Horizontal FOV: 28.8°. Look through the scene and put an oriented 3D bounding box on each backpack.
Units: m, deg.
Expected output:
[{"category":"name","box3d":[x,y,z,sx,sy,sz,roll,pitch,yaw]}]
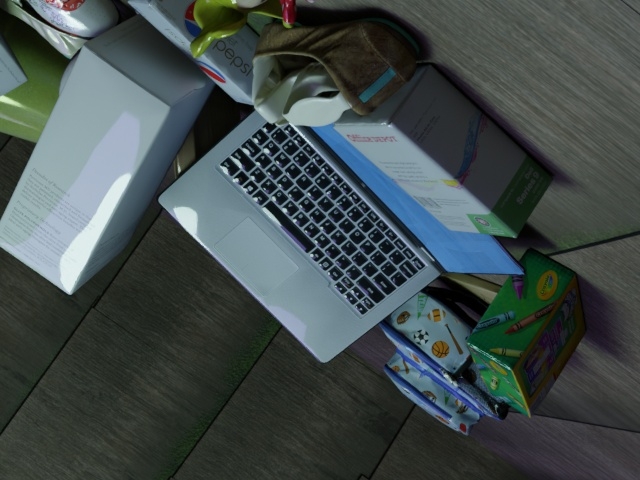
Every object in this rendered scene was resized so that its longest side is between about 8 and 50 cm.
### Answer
[{"category":"backpack","box3d":[0.224,0.200,2.186,0.263,0.213,0.276,46,173,-2]}]

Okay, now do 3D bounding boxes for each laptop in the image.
[{"category":"laptop","box3d":[0.012,-0.012,1.781,0.382,0.408,0.236,46,-160,-13]}]

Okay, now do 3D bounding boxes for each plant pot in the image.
[{"category":"plant pot","box3d":[-0.577,-0.306,2.456,0.254,0.276,0.276,25,172,-11]},{"category":"plant pot","box3d":[-0.183,-0.170,1.991,0.110,0.237,0.237,-5,173,-7]}]

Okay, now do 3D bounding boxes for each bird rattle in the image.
[{"category":"bird rattle","box3d":[-0.090,-0.291,1.250,0.207,0.143,0.253,52,165,-4]}]

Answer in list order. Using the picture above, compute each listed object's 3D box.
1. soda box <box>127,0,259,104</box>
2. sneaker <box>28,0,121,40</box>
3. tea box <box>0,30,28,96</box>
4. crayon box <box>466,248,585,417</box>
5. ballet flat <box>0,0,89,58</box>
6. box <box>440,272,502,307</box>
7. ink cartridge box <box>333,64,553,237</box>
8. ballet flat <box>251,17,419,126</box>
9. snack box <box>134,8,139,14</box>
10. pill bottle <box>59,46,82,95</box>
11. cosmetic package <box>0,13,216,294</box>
[{"category":"soda box","box3d":[-0.146,-0.271,1.642,0.216,0.074,0.069,41,168,-34]},{"category":"sneaker","box3d":[-0.420,-0.404,1.872,0.270,0.090,0.145,38,172,-3]},{"category":"tea box","box3d":[-0.706,-0.408,2.134,0.323,0.220,0.329,59,175,14]},{"category":"crayon box","box3d":[0.307,0.142,1.831,0.081,0.165,0.278,30,169,24]},{"category":"ballet flat","box3d":[-0.487,-0.411,2.140,0.248,0.086,0.086,36,170,-15]},{"category":"box","box3d":[0.305,0.113,2.121,0.164,0.021,0.201,42,169,-34]},{"category":"ink cartridge box","box3d":[0.139,-0.103,1.447,0.212,0.093,0.154,37,169,-22]},{"category":"ballet flat","box3d":[-0.010,-0.188,1.447,0.116,0.124,0.342,41,169,-28]},{"category":"snack box","box3d":[-0.195,-0.303,1.802,0.178,0.022,0.064,31,169,16]},{"category":"pill bottle","box3d":[-0.340,-0.248,2.050,0.169,0.169,0.301,37,-177,-14]},{"category":"cosmetic package","box3d":[-0.304,-0.125,1.795,0.155,0.365,0.197,34,-150,4]}]
